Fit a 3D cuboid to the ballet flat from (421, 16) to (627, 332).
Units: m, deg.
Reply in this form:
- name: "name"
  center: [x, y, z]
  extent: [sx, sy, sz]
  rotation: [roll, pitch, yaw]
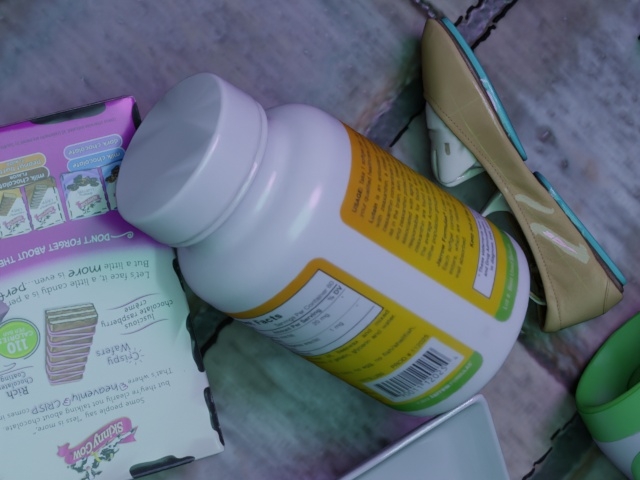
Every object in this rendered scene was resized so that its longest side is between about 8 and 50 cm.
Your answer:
- name: "ballet flat"
  center: [0.116, -0.037, 1.294]
  extent: [0.073, 0.080, 0.232]
  rotation: [-34, 98, 4]

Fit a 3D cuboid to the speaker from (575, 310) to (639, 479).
- name: "speaker"
  center: [0.311, 0.173, 1.324]
  extent: [0.296, 0.131, 0.131]
  rotation: [44, 81, -12]

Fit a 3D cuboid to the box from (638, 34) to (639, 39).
- name: "box"
  center: [0.275, -0.140, 1.343]
  extent: [0.083, 0.052, 0.062]
  rotation: [36, 83, -12]

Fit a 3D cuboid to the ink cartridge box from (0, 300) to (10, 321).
- name: "ink cartridge box"
  center: [-0.304, 0.020, 1.101]
  extent: [0.212, 0.154, 0.093]
  rotation: [39, 104, 8]

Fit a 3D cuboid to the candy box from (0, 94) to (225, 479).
- name: "candy box"
  center: [-0.167, 0.040, 1.221]
  extent: [0.159, 0.071, 0.233]
  rotation: [-15, 95, -14]

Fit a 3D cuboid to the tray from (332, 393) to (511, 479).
- name: "tray"
  center: [0.003, 0.206, 1.266]
  extent: [0.270, 0.030, 0.145]
  rotation: [-31, 135, -12]

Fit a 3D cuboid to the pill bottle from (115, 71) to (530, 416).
- name: "pill bottle"
  center: [0.000, 0.000, 1.199]
  extent: [0.246, 0.136, 0.136]
  rotation: [32, 83, -31]
